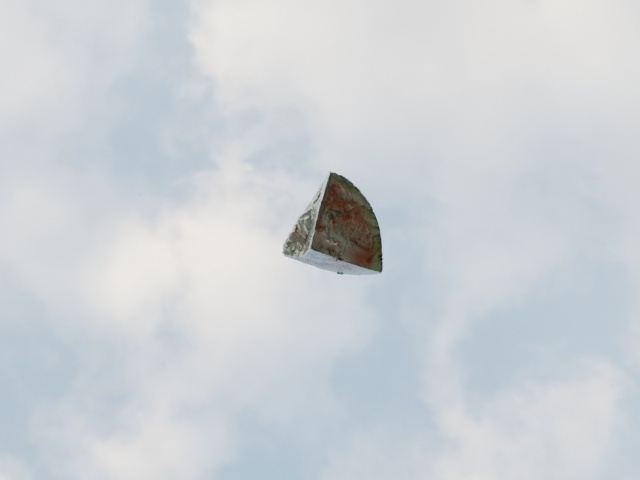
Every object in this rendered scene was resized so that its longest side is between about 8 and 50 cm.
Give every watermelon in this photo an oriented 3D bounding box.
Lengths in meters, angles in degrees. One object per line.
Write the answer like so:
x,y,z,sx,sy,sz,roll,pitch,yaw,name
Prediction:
0.000,0.000,0.668,0.085,0.061,0.085,6,-77,26,watermelon
